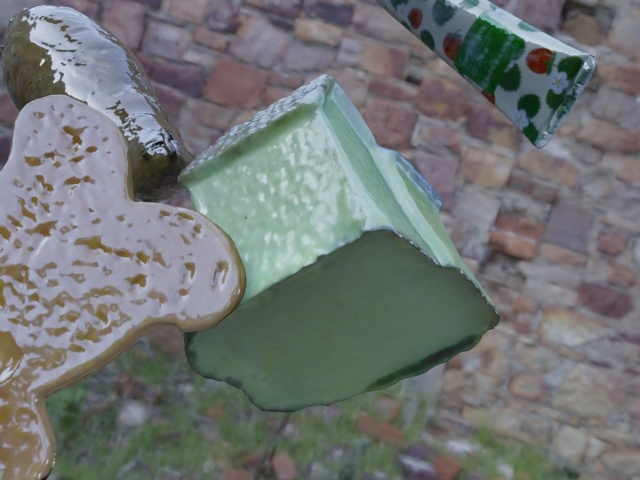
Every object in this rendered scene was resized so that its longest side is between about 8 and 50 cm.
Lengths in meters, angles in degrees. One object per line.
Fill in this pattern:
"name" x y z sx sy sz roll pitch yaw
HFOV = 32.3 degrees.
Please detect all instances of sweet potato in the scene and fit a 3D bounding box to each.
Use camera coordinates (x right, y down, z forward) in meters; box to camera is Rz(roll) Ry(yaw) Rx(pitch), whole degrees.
"sweet potato" -0.208 -0.123 1.037 0.131 0.130 0.422 15 19 -38

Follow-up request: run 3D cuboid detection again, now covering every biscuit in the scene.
"biscuit" -0.230 0.061 0.695 0.216 0.340 0.047 46 -12 8

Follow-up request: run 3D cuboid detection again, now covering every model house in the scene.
"model house" 0.000 0.000 0.832 0.214 0.195 0.189 32 34 -49

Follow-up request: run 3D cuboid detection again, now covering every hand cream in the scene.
"hand cream" 0.137 -0.197 1.035 0.059 0.095 0.276 1 35 -48
